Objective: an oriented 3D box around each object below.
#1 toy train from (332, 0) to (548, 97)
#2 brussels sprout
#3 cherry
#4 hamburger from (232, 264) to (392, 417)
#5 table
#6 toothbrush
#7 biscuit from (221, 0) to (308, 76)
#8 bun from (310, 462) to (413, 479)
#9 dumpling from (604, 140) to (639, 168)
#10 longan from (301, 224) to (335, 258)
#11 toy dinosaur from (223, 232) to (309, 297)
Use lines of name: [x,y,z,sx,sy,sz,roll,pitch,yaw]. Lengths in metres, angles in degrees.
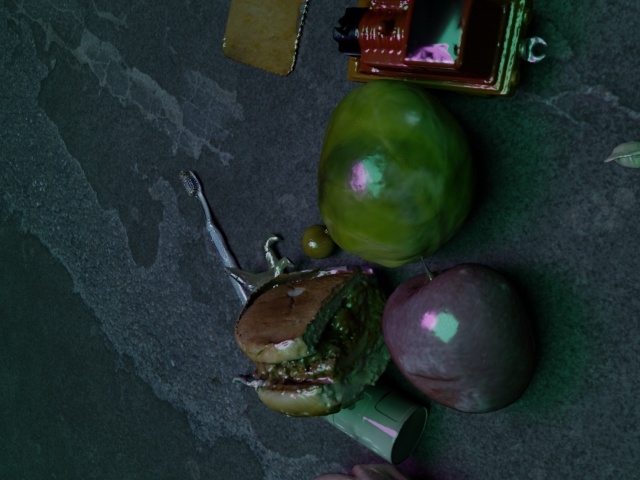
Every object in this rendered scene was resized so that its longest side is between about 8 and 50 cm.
toy train: [0.187,-0.334,1.095,0.369,0.232,0.163,16,101,35]
brussels sprout: [0.130,-0.109,1.132,0.269,0.344,0.343,-2,93,5]
cherry: [0.236,0.165,1.114,0.307,0.221,0.261,56,148,-7]
hamburger: [-0.019,0.176,1.244,0.277,0.318,0.195,-9,114,43]
table: [0.087,0.333,1.301,0.220,0.126,0.126,25,109,33]
toothbrush: [-0.246,0.006,1.592,0.035,0.042,0.413,-37,74,34]
biscuit: [-0.124,-0.502,1.463,0.237,0.013,0.231,26,110,33]
bun: [0.120,0.572,1.232,0.365,0.219,0.365,31,137,34]
dumpling: [0.472,-0.130,0.997,0.077,0.059,0.043,23,118,38]
longan: [0.000,0.000,1.375,0.083,0.075,0.075,-46,66,28]
toy dinosaur: [-0.081,0.113,1.444,0.294,0.077,0.162,43,111,25]
